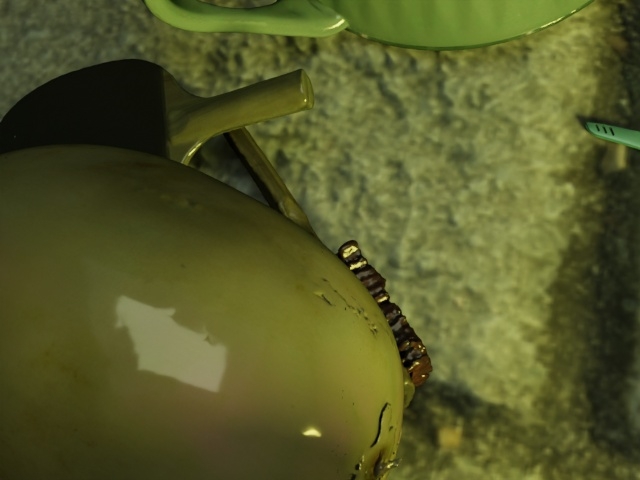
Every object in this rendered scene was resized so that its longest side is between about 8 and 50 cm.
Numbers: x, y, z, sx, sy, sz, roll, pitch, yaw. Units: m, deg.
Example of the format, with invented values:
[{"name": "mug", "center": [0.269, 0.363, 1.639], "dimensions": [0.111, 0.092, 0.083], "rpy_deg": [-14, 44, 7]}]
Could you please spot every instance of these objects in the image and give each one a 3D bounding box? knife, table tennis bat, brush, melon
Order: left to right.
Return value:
[{"name": "table tennis bat", "center": [-0.123, -0.072, 0.922], "dimensions": [0.246, 0.022, 0.138], "rpy_deg": [-15, 64, 15]}, {"name": "melon", "center": [-0.098, 0.068, 0.765], "dimensions": [0.317, 0.223, 0.223], "rpy_deg": [24, 68, 18]}, {"name": "brush", "center": [0.000, 0.000, 0.893], "dimensions": [0.036, 0.043, 0.248], "rpy_deg": [-26, 62, -15]}, {"name": "knife", "center": [0.224, -0.067, 0.922], "dimensions": [0.091, 0.005, 0.014], "rpy_deg": [17, 67, 15]}]

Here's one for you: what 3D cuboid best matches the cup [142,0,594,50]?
[{"name": "cup", "center": [0.050, -0.309, 0.862], "dimensions": [0.310, 0.392, 0.401], "rpy_deg": [21, 72, 22]}]
